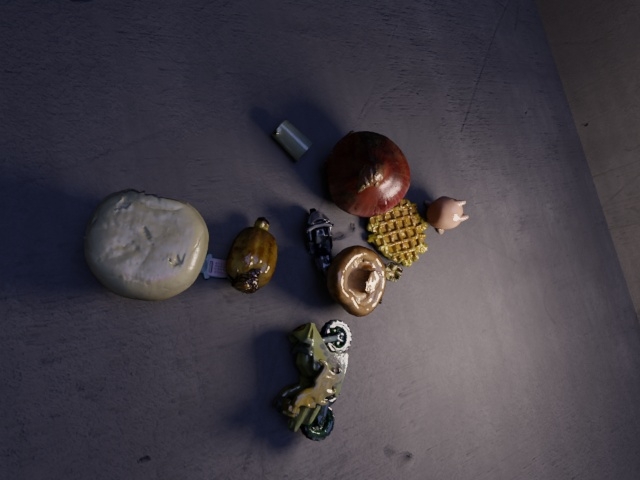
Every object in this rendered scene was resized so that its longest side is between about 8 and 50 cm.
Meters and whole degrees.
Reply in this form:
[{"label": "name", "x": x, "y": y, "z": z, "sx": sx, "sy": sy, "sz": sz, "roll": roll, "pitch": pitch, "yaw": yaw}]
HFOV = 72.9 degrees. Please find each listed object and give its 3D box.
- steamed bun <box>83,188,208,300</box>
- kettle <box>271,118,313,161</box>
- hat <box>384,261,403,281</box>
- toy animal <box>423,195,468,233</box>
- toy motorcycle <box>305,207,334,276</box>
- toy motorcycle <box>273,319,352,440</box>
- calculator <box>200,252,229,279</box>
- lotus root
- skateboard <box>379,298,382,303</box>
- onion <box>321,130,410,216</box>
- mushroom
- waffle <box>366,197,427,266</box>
[{"label": "steamed bun", "x": -0.518, "y": 0.028, "z": 1.302, "sx": 0.333, "sy": 0.233, "sz": 0.312, "roll": 20, "pitch": 70, "yaw": -13}, {"label": "kettle", "x": -0.105, "y": -0.406, "z": 1.712, "sx": 0.148, "sy": 0.098, "sz": 0.127, "roll": 43, "pitch": 67, "yaw": -8}, {"label": "hat", "x": 0.294, "y": 0.131, "z": 1.809, "sx": 0.077, "sy": 0.059, "sz": 0.076, "roll": 27, "pitch": 82, "yaw": -14}, {"label": "toy animal", "x": 0.542, "y": -0.114, "z": 1.905, "sx": 0.153, "sy": 0.250, "sz": 0.167, "roll": -6, "pitch": 88, "yaw": 4}, {"label": "toy motorcycle", "x": 0.000, "y": 0.000, "z": 1.631, "sx": 0.106, "sy": 0.159, "sz": 0.271, "roll": -11, "pitch": 80, "yaw": -8}, {"label": "toy motorcycle", "x": -0.022, "y": 0.459, "z": 1.491, "sx": 0.236, "sy": 0.168, "sz": 0.410, "roll": 21, "pitch": 68, "yaw": -21}, {"label": "calculator", "x": -0.370, "y": 0.091, "z": 1.486, "sx": 0.141, "sy": 0.019, "sz": 0.094, "roll": 12, "pitch": 75, "yaw": -26}, {"label": "lotus root", "x": -0.232, "y": 0.054, "z": 1.500, "sx": 0.169, "sy": 0.141, "sz": 0.314, "roll": 31, "pitch": 52, "yaw": -24}, {"label": "skateboard", "x": 0.209, "y": 0.185, "z": 1.747, "sx": 0.080, "sy": 0.067, "sz": 0.152, "roll": -15, "pitch": 88, "yaw": -60}, {"label": "onion", "x": 0.177, "y": -0.265, "z": 1.727, "sx": 0.353, "sy": 0.353, "sz": 0.354, "roll": 7, "pitch": 74, "yaw": -26}, {"label": "mushroom", "x": 0.136, "y": 0.150, "z": 1.602, "sx": 0.278, "sy": 0.146, "sz": 0.279, "roll": -2, "pitch": 92, "yaw": -43}, {"label": "waffle", "x": 0.337, "y": -0.052, "z": 1.874, "sx": 0.324, "sy": 0.068, "sz": 0.302, "roll": 33, "pitch": 64, "yaw": -19}]
